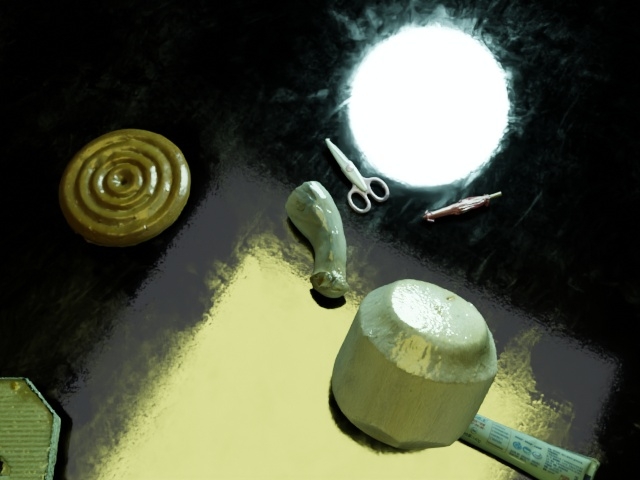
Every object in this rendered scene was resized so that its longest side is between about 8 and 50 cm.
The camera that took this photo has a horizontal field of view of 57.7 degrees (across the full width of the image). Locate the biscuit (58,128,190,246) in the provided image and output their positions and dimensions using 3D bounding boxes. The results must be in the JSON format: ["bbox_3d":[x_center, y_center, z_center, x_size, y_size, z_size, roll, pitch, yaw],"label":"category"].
[{"bbox_3d":[-0.386,-0.110,1.141,0.261,0.037,0.262,1,68,-2],"label":"biscuit"}]

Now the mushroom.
[{"bbox_3d":[0.004,0.000,1.083,0.091,0.081,0.224,-9,69,-25],"label":"mushroom"}]

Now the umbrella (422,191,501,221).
[{"bbox_3d":[0.279,-0.067,1.145,0.165,0.025,0.027,-16,88,-5],"label":"umbrella"}]

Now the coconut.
[{"bbox_3d":[0.142,0.208,0.923,0.237,0.266,0.237,18,28,-10],"label":"coconut"}]

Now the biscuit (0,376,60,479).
[{"bbox_3d":[-0.506,0.349,0.944,0.147,0.046,0.250,-2,69,-1],"label":"biscuit"}]

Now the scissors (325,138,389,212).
[{"bbox_3d":[0.062,-0.138,1.170,0.085,0.022,0.176,-32,75,-10],"label":"scissors"}]

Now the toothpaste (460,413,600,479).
[{"bbox_3d":[0.325,0.345,0.966,0.268,0.047,0.069,24,53,6],"label":"toothpaste"}]
